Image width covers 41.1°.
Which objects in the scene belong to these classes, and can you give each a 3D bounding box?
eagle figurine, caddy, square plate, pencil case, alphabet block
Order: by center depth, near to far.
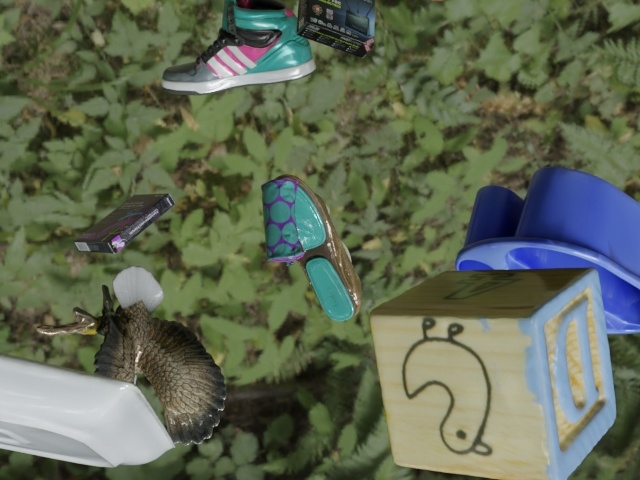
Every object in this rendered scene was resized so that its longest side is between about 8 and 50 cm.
[{"bbox_3d":[-0.324,0.155,0.802,0.347,0.049,0.344,11,158,0],"label":"square plate"},{"bbox_3d":[0.197,0.141,0.957,0.197,0.192,0.193,-4,-172,38],"label":"alphabet block"},{"bbox_3d":[0.359,0.041,1.249,0.341,0.179,0.241,26,156,-28],"label":"caddy"},{"bbox_3d":[-0.316,0.211,1.477,0.226,0.298,0.225,-33,129,-20],"label":"eagle figurine"},{"bbox_3d":[-0.067,-0.034,1.522,0.070,0.151,0.064,-5,168,-6],"label":"pencil case"}]

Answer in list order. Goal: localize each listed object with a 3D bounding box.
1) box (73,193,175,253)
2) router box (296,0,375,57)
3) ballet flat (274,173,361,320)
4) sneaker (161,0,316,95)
[{"bbox_3d":[-0.360,-0.033,1.572,0.116,0.162,0.029,1,124,43],"label":"box"},{"bbox_3d":[0.025,-0.347,1.322,0.122,0.092,0.038,13,155,-26],"label":"router box"},{"bbox_3d":[0.000,0.000,1.722,0.116,0.124,0.342,-18,113,27],"label":"ballet flat"},{"bbox_3d":[-0.168,-0.371,1.562,0.295,0.124,0.178,-7,115,10],"label":"sneaker"}]
